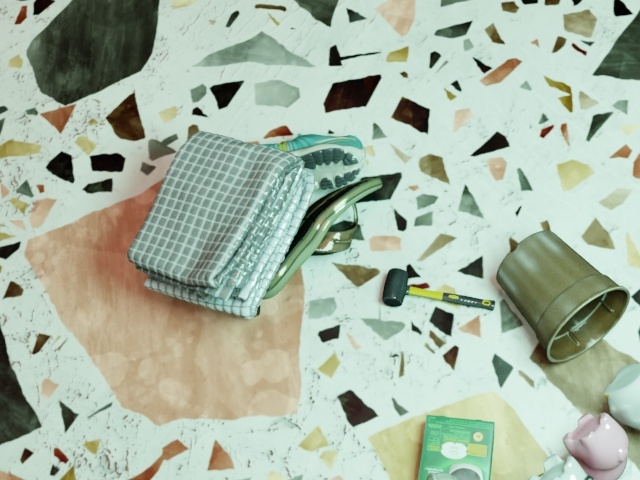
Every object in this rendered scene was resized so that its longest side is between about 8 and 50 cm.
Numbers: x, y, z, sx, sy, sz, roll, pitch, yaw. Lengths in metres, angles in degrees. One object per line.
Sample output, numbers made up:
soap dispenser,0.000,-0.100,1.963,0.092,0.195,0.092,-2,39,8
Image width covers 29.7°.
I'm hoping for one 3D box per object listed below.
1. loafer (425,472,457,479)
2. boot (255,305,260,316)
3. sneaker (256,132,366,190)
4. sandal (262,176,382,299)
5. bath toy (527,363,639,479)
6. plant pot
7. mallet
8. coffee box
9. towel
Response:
loafer,0.220,0.498,1.774,0.111,0.112,0.320,-9,80,-11
boot,-0.182,0.060,2.073,0.106,0.082,0.219,-31,59,7
sneaker,-0.052,-0.137,2.146,0.275,0.107,0.110,-3,30,12
sandal,-0.001,0.001,2.065,0.086,0.120,0.303,48,70,-15
bath toy,0.417,0.340,1.828,0.348,0.151,0.129,-44,98,-18
plant pot,0.381,0.082,1.948,0.167,0.167,0.165,-34,58,-10
mallet,0.200,0.084,2.033,0.189,0.039,0.062,4,62,3
coffee box,0.209,0.369,1.885,0.113,0.040,0.184,4,64,9
towel,-0.169,-0.034,1.991,0.235,0.121,0.284,16,71,33
